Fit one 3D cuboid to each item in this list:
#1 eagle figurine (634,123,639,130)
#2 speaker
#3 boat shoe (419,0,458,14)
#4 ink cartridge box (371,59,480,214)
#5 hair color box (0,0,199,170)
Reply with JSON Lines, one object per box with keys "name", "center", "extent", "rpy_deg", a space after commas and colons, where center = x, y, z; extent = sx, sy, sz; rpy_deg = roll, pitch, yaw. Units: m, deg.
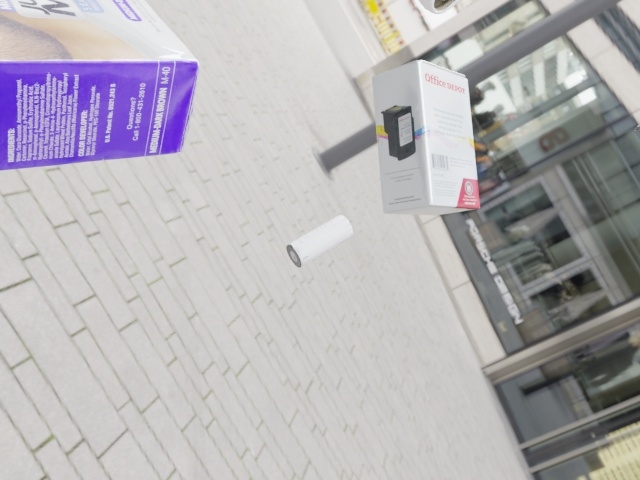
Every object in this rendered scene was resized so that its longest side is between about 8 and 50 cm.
{"name": "eagle figurine", "center": [0.747, -0.262, 1.132], "extent": [0.226, 0.298, 0.225], "rpy_deg": [33, 16, 0]}
{"name": "speaker", "center": [0.000, 0.000, 1.305], "extent": [0.055, 0.136, 0.055], "rpy_deg": [47, -25, 29]}
{"name": "boat shoe", "center": [0.239, -0.409, 0.836], "extent": [0.098, 0.277, 0.096], "rpy_deg": [23, 36, -38]}
{"name": "ink cartridge box", "center": [0.135, -0.123, 0.805], "extent": [0.127, 0.072, 0.175], "rpy_deg": [-1, 85, -48]}
{"name": "hair color box", "center": [-0.295, -0.148, 0.519], "extent": [0.338, 0.110, 0.185], "rpy_deg": [-14, 50, -36]}
